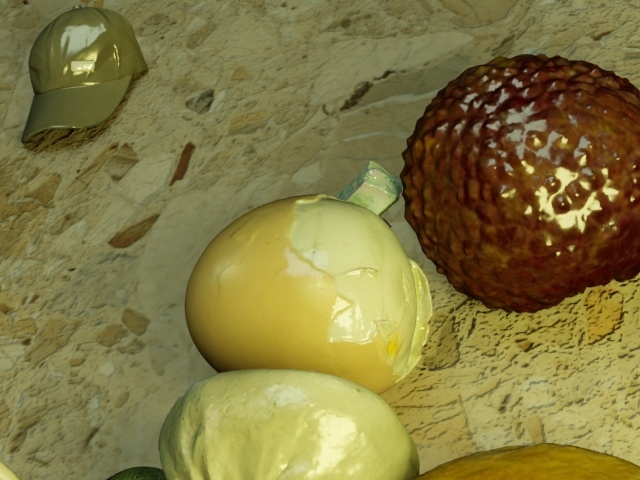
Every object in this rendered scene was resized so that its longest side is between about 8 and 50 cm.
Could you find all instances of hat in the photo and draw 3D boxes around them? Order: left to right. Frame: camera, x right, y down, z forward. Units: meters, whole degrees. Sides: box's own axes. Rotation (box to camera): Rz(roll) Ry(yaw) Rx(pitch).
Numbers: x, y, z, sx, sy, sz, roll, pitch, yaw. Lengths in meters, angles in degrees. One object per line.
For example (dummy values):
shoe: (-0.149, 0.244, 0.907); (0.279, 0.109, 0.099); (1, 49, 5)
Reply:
hat: (-0.330, -0.217, 2.098); (0.166, 0.144, 0.173); (-10, 15, 18)

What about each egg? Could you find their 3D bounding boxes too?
egg: (-0.018, 0.058, 1.530); (0.244, 0.201, 0.201); (-8, 37, 34)

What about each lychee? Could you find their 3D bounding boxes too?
lychee: (0.210, -0.058, 1.533); (0.260, 0.260, 0.260); (-13, 37, 11)

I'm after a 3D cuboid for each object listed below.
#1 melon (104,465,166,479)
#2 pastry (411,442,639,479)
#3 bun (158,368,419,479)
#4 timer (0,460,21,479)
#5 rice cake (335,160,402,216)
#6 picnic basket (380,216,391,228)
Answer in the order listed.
melon: (-0.160, 0.264, 1.409); (0.114, 0.114, 0.167); (-10, 41, 15)
pastry: (0.160, 0.285, 1.188); (0.356, 0.164, 0.356); (-15, 35, 11)
bun: (-0.027, 0.202, 1.349); (0.231, 0.231, 0.133); (-3, 52, 23)
timer: (-0.380, 0.239, 1.548); (0.175, 0.175, 0.266); (-31, 21, -13)
rice cake: (0.000, 0.000, 1.632); (0.211, 0.043, 0.034); (-43, 18, 30)
picnic basket: (0.033, 0.007, 1.689); (0.072, 0.072, 0.083); (-48, 17, -31)
